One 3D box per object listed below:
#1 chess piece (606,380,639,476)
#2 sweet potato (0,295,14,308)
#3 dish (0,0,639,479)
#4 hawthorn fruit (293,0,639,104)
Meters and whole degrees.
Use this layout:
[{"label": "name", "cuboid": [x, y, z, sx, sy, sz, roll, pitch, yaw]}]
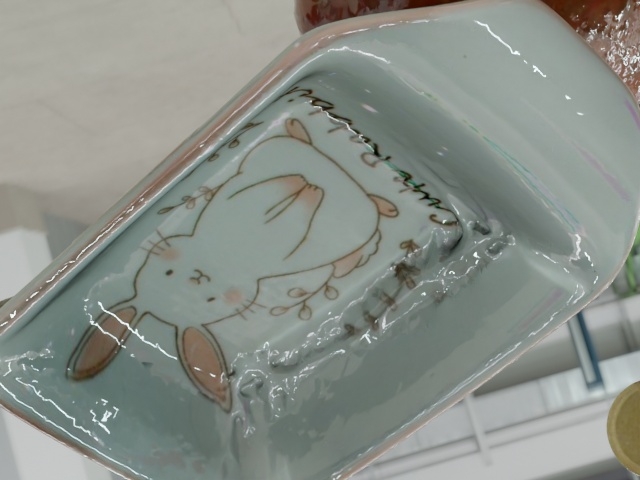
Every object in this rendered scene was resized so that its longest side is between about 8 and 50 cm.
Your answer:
[{"label": "chess piece", "cuboid": [0.235, 0.127, 0.786, 0.066, 0.066, 0.122, -19, 159, 26]}, {"label": "sweet potato", "cuboid": [-0.291, 0.132, 0.969, 0.233, 0.062, 0.081, -49, 156, -16]}, {"label": "dish", "cuboid": [0.000, 0.000, 0.432, 0.234, 0.064, 0.154, -38, 124, 23]}, {"label": "hawthorn fruit", "cuboid": [0.090, -0.104, 0.522, 0.203, 0.163, 0.162, 27, 151, -30]}]
